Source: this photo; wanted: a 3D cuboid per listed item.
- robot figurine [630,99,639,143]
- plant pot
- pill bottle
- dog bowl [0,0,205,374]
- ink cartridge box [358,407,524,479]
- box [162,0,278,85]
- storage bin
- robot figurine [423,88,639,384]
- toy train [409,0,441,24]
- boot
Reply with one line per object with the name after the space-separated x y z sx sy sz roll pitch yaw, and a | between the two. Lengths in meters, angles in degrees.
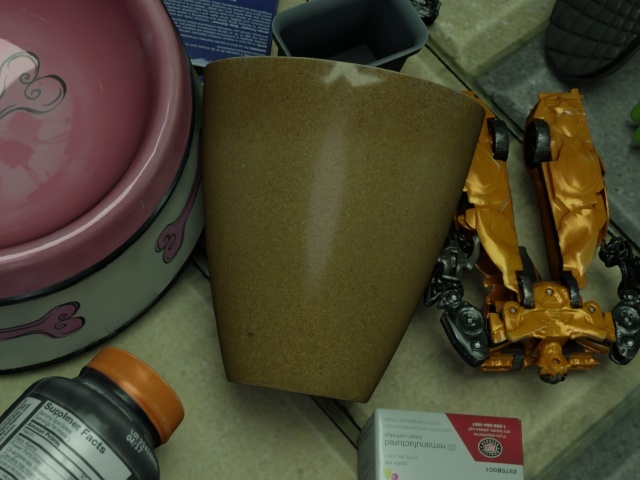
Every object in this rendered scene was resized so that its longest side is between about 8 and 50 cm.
0.359 -0.112 1.469 0.115 0.067 0.101 3 64 -10 | robot figurine
0.000 0.000 1.263 0.237 0.237 0.254 10 85 -6 | plant pot
-0.211 0.194 1.162 0.130 0.130 0.246 37 62 9 | pill bottle
-0.285 -0.102 1.270 0.408 0.150 0.408 2 66 -5 | dog bowl
0.099 0.233 1.235 0.127 0.072 0.175 5 62 -9 | ink cartridge box
-0.107 -0.235 1.457 0.136 0.036 0.225 10 62 -6 | box
0.016 -0.175 1.420 0.135 0.091 0.098 -23 70 -22 | storage bin
0.184 -0.003 1.368 0.211 0.085 0.291 0 62 -11 | robot figurine
0.041 -0.247 1.500 0.158 0.027 0.036 21 72 -1 | toy train
0.389 -0.270 1.511 0.222 0.338 0.118 23 21 -47 | boot
